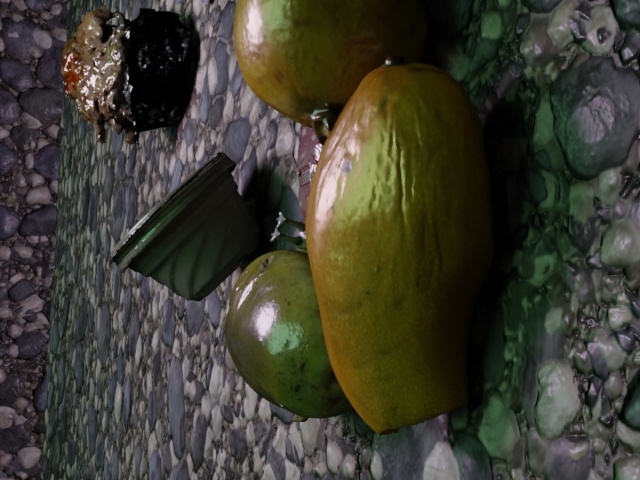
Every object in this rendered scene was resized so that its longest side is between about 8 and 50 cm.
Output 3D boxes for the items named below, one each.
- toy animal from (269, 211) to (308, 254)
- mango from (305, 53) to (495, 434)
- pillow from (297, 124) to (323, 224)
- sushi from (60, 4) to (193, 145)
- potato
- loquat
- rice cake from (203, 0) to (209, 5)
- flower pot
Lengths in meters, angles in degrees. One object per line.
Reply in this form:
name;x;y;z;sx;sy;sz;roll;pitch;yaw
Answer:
toy animal;-0.016;-0.006;1.239;0.217;0.075;0.041;165;125;-83
mango;0.071;0.010;1.005;0.187;0.144;0.359;16;106;34
pillow;-0.001;-0.104;1.331;0.118;0.043;0.185;161;114;-68
sushi;-0.358;-0.311;1.959;0.225;0.219;0.238;115;150;-46
potato;-0.027;0.109;1.226;0.228;0.149;0.197;-128;23;-48
loquat;0.007;-0.204;1.111;0.213;0.213;0.246;135;139;-56
rice cake;-0.235;-0.502;1.933;0.290;0.051;0.081;-121;8;-54
flower pot;-0.176;-0.004;1.534;0.235;0.140;0.235;-42;5;5
